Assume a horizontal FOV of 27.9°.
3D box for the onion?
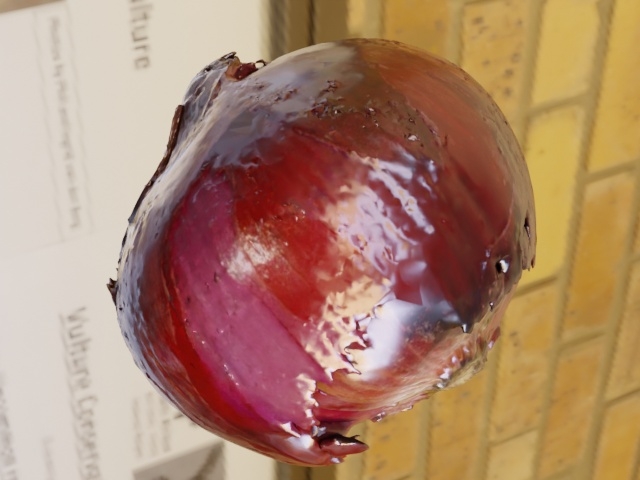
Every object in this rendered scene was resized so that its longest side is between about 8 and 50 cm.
[{"bbox_3d":[0.000,0.000,0.801,0.276,0.276,0.276,46,-35,46],"label":"onion"}]
